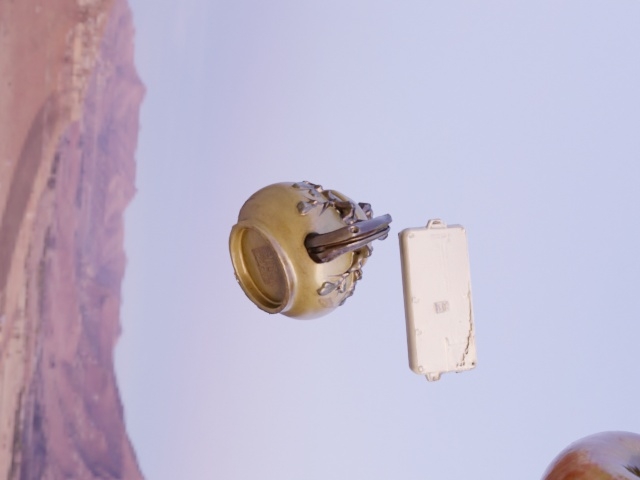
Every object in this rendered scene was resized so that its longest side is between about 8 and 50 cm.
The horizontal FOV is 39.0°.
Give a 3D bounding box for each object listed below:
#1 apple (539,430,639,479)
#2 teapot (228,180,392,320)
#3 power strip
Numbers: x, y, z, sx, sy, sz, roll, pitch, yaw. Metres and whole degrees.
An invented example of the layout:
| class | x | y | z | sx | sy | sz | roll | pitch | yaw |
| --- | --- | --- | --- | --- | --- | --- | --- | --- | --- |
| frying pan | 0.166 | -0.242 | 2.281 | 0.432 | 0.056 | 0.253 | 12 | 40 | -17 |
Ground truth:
| class | x | y | z | sx | sy | sz | roll | pitch | yaw |
| --- | --- | --- | --- | --- | --- | --- | --- | --- | --- |
| apple | 0.355 | 0.356 | 1.012 | 0.264 | 0.264 | 0.264 | -177 | -90 | -76 |
| teapot | 0.000 | 0.000 | 1.105 | 0.269 | 0.183 | 0.173 | -17 | -84 | 56 |
| power strip | 0.141 | 0.070 | 1.081 | 0.035 | 0.082 | 0.192 | 171 | -86 | -80 |
